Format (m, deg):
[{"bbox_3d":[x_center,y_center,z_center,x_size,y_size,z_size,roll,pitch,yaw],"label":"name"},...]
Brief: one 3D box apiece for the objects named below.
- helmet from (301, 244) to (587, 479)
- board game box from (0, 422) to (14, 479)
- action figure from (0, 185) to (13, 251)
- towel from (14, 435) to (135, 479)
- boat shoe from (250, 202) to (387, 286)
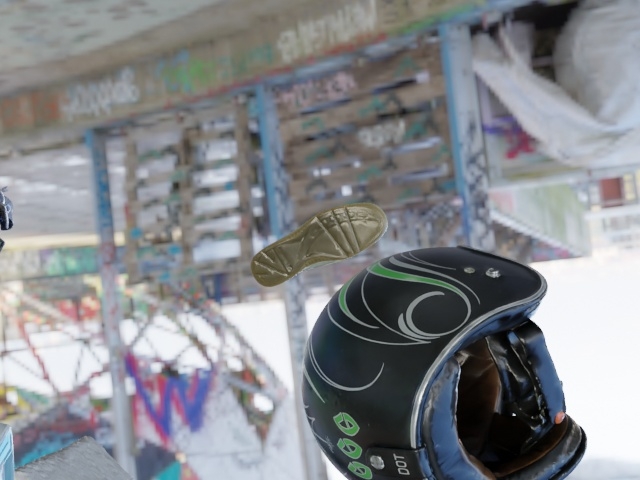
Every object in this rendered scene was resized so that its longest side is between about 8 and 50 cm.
[{"bbox_3d":[0.070,0.082,0.754,0.169,0.169,0.161,-5,-168,-27],"label":"helmet"},{"bbox_3d":[-0.366,0.163,0.625,0.336,0.079,0.253,13,-146,6],"label":"board game box"},{"bbox_3d":[-0.464,0.032,1.478,0.099,0.285,0.185,28,147,10],"label":"action figure"},{"bbox_3d":[-0.269,0.325,1.466,0.049,0.187,0.282,-49,173,4],"label":"towel"},{"bbox_3d":[0.000,0.002,1.275,0.153,0.056,0.048,-29,-178,16],"label":"boat shoe"}]
